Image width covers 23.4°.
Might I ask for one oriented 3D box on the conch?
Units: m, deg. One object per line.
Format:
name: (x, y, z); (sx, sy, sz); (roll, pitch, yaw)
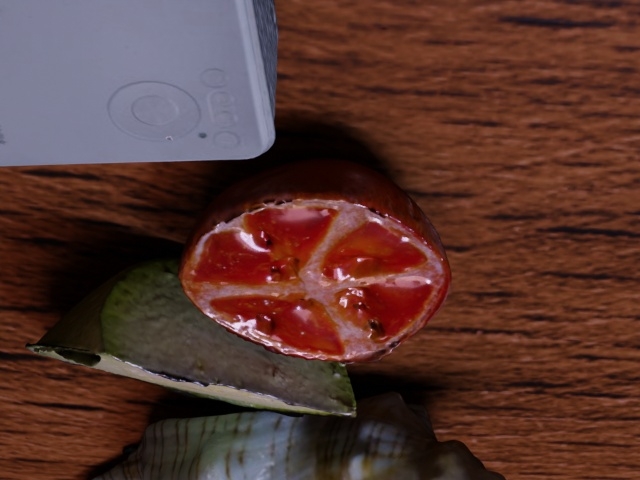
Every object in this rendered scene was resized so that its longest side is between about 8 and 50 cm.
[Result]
conch: (-0.031, 0.195, 1.074); (0.386, 0.169, 0.203); (-16, 133, 23)

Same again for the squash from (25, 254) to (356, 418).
squash: (-0.089, 0.053, 0.975); (0.192, 0.085, 0.184); (18, 170, -30)

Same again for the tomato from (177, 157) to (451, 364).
tomato: (0.000, 0.000, 0.887); (0.155, 0.069, 0.155); (3, 142, 2)

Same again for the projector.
projector: (-0.124, -0.146, 0.672); (0.192, 0.099, 0.257); (-3, 144, 4)
